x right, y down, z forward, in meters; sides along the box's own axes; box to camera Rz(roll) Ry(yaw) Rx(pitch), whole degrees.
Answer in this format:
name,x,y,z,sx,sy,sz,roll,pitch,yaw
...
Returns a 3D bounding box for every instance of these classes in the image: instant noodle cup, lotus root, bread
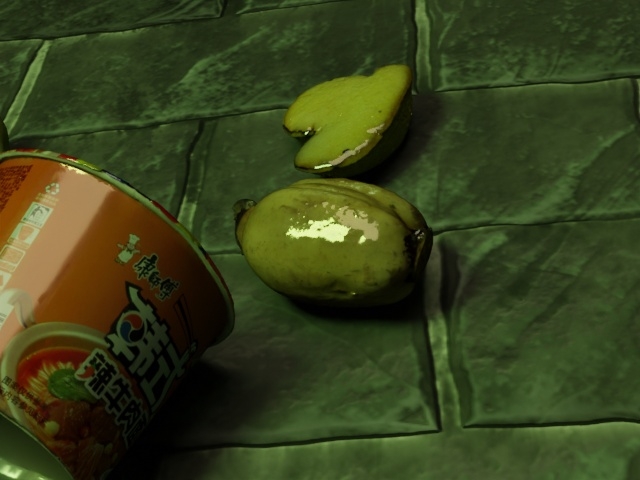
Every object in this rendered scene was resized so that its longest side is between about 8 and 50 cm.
name,x,y,z,sx,sy,sz,roll,pitch,yaw
instant noodle cup,-0.221,0.079,0.860,0.250,0.250,0.192,12,53,25
lotus root,0.000,0.000,0.989,0.220,0.118,0.125,7,3,29
bread,0.024,-0.118,1.169,0.149,0.065,0.188,1,43,30

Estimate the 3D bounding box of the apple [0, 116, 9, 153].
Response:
name,x,y,z,sx,sy,sz,roll,pitch,yaw
apple,-0.395,-0.079,1.124,0.120,0.193,0.265,-25,44,-1
